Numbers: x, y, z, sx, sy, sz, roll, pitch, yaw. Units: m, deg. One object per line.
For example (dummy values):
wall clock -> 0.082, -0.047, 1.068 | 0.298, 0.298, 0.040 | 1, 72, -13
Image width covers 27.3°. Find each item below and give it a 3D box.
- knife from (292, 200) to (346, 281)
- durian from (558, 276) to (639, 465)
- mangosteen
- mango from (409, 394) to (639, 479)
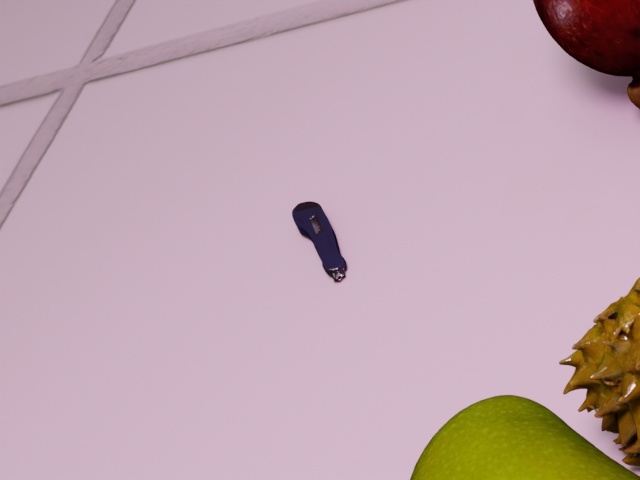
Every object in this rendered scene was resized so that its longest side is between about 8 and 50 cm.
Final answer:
knife -> 0.000, 0.000, 1.243 | 0.031, 0.018, 0.121 | -26, 36, 1
durian -> 0.284, 0.063, 0.835 | 0.260, 0.186, 0.154 | -40, 27, 16
mangosteen -> 0.294, -0.209, 1.109 | 0.215, 0.215, 0.258 | -25, 65, 14
mango -> 0.137, 0.210, 0.770 | 0.192, 0.156, 0.343 | -27, 35, 9
